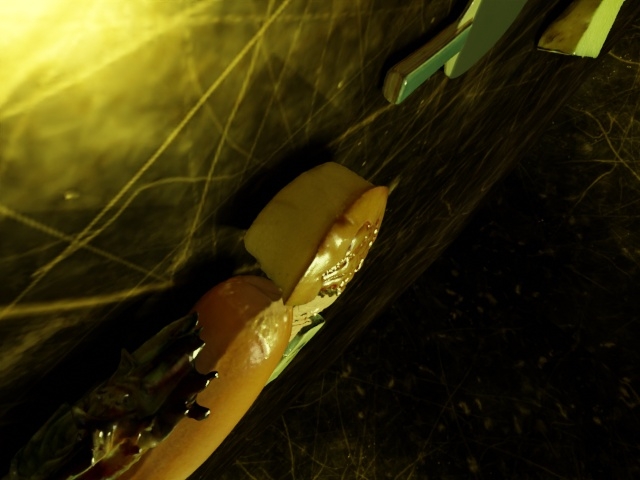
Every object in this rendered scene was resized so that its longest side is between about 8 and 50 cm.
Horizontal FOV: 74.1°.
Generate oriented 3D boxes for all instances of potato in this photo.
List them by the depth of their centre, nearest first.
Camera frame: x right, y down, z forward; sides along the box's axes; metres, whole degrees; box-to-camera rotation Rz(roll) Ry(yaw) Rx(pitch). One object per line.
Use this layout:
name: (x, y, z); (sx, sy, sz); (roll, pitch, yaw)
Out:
potato: (0.408, -0.359, 0.670); (0.149, 0.081, 0.120); (-21, 132, -42)

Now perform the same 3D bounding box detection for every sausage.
sausage: (-0.118, 0.145, 0.406); (0.274, 0.105, 0.105); (-54, 163, 21)

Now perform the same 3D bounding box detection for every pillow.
pillow: (-0.040, 0.113, 0.642); (0.232, 0.043, 0.126); (-48, 159, 11)

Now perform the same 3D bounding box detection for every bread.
bread: (0.005, -0.009, 0.384); (0.125, 0.086, 0.156); (-54, 167, 3)

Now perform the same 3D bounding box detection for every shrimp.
shrimp: (-0.205, 0.153, 0.279); (0.289, 0.075, 0.178); (-37, 163, 9)

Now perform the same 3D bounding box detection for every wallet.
wallet: (-0.066, 0.203, 0.787); (0.155, 0.039, 0.110); (-51, 167, 13)

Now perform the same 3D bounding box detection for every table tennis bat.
table tennis bat: (0.151, -0.214, 0.409); (0.274, 0.021, 0.154); (-43, 163, -23)
